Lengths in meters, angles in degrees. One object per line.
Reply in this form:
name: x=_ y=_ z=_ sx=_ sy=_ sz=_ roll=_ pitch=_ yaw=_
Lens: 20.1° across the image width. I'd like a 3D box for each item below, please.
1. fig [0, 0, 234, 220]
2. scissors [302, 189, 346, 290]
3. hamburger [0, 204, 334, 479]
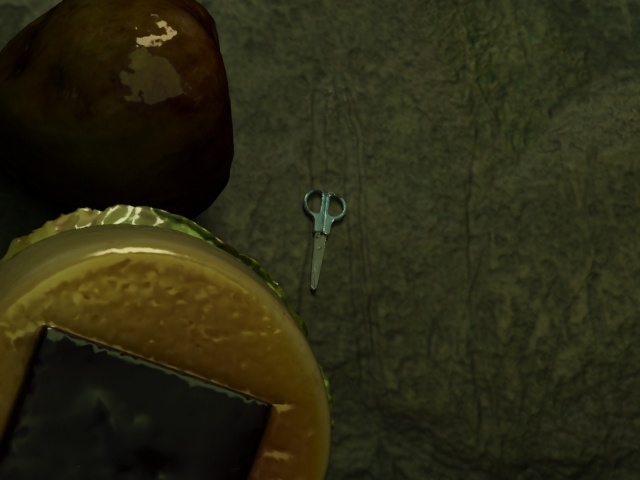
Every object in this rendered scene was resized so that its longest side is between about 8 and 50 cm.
fig: x=-0.196 y=-0.112 z=1.292 sx=0.290 sy=0.190 sz=0.190 roll=16 pitch=68 yaw=4
scissors: x=0.000 y=0.000 z=1.402 sx=0.036 sy=0.006 sz=0.083 roll=13 pitch=70 yaw=-16
hamburger: x=-0.128 y=0.126 z=1.219 sx=0.300 sy=0.176 sz=0.300 roll=0 pitch=89 yaw=-16
